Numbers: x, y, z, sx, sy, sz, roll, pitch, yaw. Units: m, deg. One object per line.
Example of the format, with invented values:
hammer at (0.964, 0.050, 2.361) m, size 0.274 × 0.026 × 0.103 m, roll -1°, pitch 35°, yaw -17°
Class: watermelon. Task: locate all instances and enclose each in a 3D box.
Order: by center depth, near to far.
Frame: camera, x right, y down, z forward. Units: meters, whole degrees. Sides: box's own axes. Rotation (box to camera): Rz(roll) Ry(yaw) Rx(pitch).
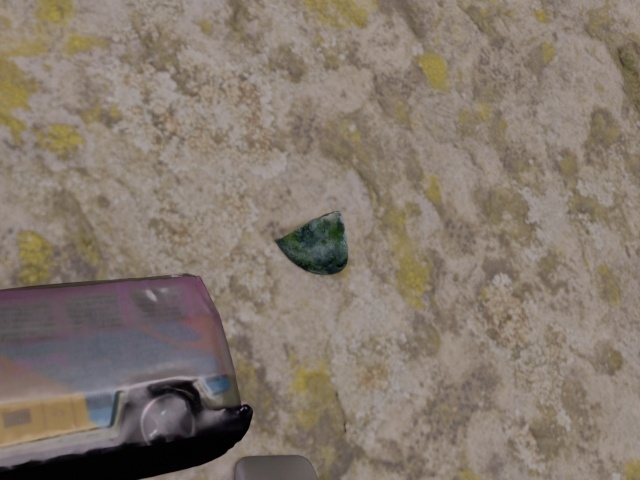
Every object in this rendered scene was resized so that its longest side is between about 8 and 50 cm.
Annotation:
watermelon at (0.000, 0.000, 0.894) m, size 0.085 × 0.085 × 0.061 m, roll 18°, pitch 38°, yaw -19°

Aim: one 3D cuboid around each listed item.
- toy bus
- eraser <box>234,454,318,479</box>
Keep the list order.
toy bus at (-0.268, 0.129, 0.662) m, size 0.386 × 0.171 × 0.162 m, roll -5°, pitch 66°, yaw -26°
eraser at (-0.031, 0.383, 0.743) m, size 0.089 × 0.061 × 0.352 m, roll 5°, pitch 72°, yaw -24°
